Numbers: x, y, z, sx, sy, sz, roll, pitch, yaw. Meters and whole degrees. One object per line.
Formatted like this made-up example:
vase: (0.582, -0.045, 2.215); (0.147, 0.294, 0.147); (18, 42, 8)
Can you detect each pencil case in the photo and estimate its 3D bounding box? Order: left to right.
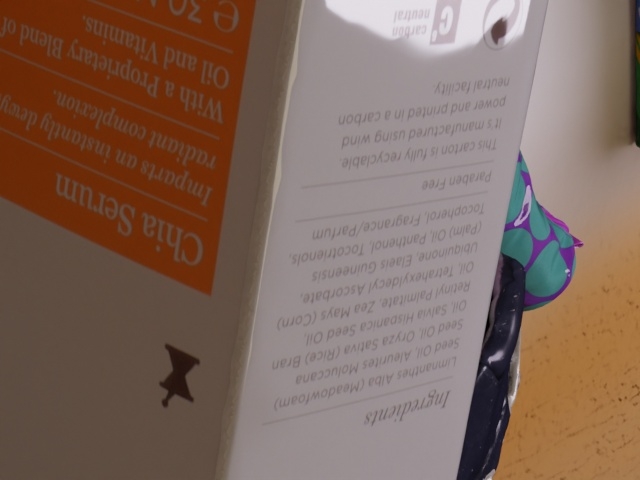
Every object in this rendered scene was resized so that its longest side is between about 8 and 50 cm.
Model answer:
pencil case: (0.105, -0.024, 1.190); (0.070, 0.064, 0.152); (-40, 138, -7)

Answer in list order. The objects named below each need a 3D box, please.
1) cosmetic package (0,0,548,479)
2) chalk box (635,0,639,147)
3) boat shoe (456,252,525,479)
cosmetic package: (-0.067, 0.062, 0.900); (0.161, 0.230, 0.453); (-10, 115, -46)
chalk box: (0.318, -0.194, 1.265); (0.179, 0.180, 0.289); (-34, 131, -35)
boat shoe: (0.017, 0.148, 1.070); (0.158, 0.127, 0.340); (90, 20, -58)
